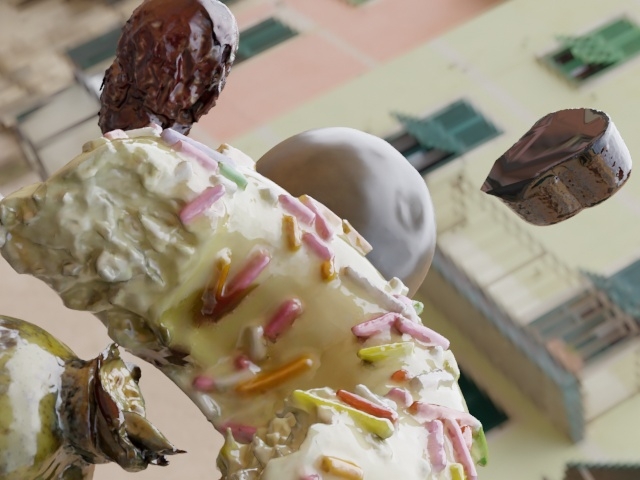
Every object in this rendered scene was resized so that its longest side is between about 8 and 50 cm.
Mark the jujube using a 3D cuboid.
[{"bbox_3d":[-0.134,-0.140,1.443,0.104,0.166,0.104,32,20,-13],"label":"jujube"}]

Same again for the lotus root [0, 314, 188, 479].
[{"bbox_3d":[-0.210,0.115,1.043,0.154,0.278,0.154,-13,90,-78],"label":"lotus root"}]

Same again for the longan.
[{"bbox_3d":[0.000,0.000,1.805,0.248,0.248,0.248,52,-20,28],"label":"longan"}]

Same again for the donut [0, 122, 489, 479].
[{"bbox_3d":[-0.031,0.083,1.126,0.307,0.150,0.371,18,31,-54],"label":"donut"}]

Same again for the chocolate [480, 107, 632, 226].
[{"bbox_3d":[0.244,-0.069,1.748,0.080,0.149,0.125,53,16,-22],"label":"chocolate"}]
